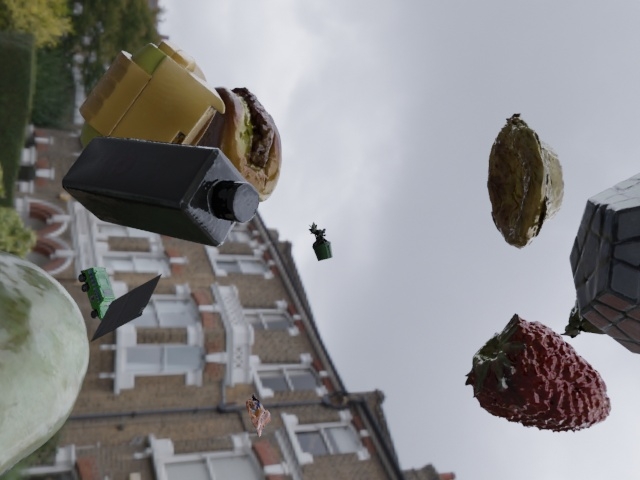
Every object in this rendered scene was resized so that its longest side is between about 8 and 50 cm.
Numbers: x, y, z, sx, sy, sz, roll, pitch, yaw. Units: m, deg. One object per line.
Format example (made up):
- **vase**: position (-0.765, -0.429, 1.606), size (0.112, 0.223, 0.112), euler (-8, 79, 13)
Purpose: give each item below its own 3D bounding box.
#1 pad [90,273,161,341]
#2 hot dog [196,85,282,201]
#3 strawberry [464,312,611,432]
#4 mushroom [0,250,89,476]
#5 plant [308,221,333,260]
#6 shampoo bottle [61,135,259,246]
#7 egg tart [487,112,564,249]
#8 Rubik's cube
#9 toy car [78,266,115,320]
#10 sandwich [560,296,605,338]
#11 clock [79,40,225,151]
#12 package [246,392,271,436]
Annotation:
- **pad**: position (-0.408, 0.142, 1.505), size (0.193, 0.004, 0.116), euler (-27, -148, 36)
- **hot dog**: position (-0.227, -0.281, 1.897), size (0.223, 0.185, 0.405), euler (-64, -145, 22)
- **strawberry**: position (0.571, 0.382, 1.904), size (0.292, 0.343, 0.292), euler (-50, -175, 6)
- **mushroom**: position (-0.443, 0.157, 0.818), size (0.352, 0.352, 0.260), euler (-123, -158, -50)
- **plant**: position (0.000, 0.000, 1.833), size (0.051, 0.051, 0.102), euler (-16, -90, 63)
- **shampoo bottle**: position (-0.168, -0.055, 0.773), size (0.246, 0.079, 0.080), euler (11, -117, 37)
- **egg tart**: position (0.520, -0.144, 1.804), size (0.341, 0.129, 0.341), euler (178, -90, -87)
- **Rubik's cube**: position (0.554, 0.035, 1.132), size (0.319, 0.264, 0.318), euler (5, 90, -90)
- **toy car**: position (-0.648, 0.155, 2.112), size (0.063, 0.071, 0.165), euler (-28, -103, 24)
- **sandwich**: position (0.669, 0.100, 1.579), size (0.212, 0.292, 0.109), euler (-74, 151, -49)
- **clock**: position (-0.300, -0.233, 1.317), size (0.244, 0.200, 0.317), euler (-48, -168, 7)
- **package**: position (-0.171, 0.474, 1.979), size (0.110, 0.033, 0.077), euler (64, 18, -14)
